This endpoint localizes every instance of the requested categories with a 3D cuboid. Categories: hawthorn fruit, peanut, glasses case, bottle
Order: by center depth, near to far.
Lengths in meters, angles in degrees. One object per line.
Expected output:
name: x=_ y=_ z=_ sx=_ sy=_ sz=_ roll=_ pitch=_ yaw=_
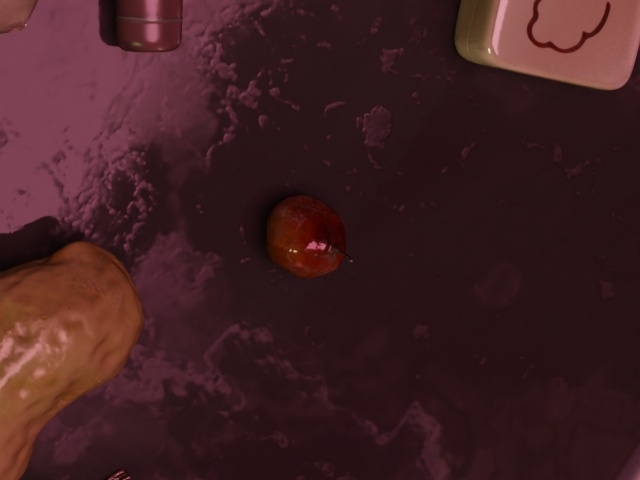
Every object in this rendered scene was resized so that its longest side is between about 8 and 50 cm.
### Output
peanut: x=-0.268 y=0.126 z=1.460 sx=0.319 sy=0.147 sz=0.147 roll=-37 pitch=110 yaw=-16
bottle: x=-0.131 y=-0.215 z=1.484 sx=0.053 sy=0.053 sz=0.140 roll=-3 pitch=100 yaw=-20
hawthorn fruit: x=0.000 y=0.000 z=1.547 sx=0.067 sy=0.103 sz=0.066 roll=-10 pitch=105 yaw=-40
glasses case: x=0.215 y=-0.298 z=1.583 sx=0.144 sy=0.076 sz=0.336 roll=9 pitch=97 yaw=-22

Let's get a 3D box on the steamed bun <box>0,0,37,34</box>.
steamed bun: x=-0.260 y=-0.210 z=1.417 sx=0.130 sy=0.091 sz=0.112 roll=15 pitch=93 yaw=-21

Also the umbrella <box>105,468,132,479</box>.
umbrella: x=-0.179 y=0.210 z=1.566 sx=0.083 sy=0.020 sz=0.031 roll=-17 pitch=105 yaw=-11
